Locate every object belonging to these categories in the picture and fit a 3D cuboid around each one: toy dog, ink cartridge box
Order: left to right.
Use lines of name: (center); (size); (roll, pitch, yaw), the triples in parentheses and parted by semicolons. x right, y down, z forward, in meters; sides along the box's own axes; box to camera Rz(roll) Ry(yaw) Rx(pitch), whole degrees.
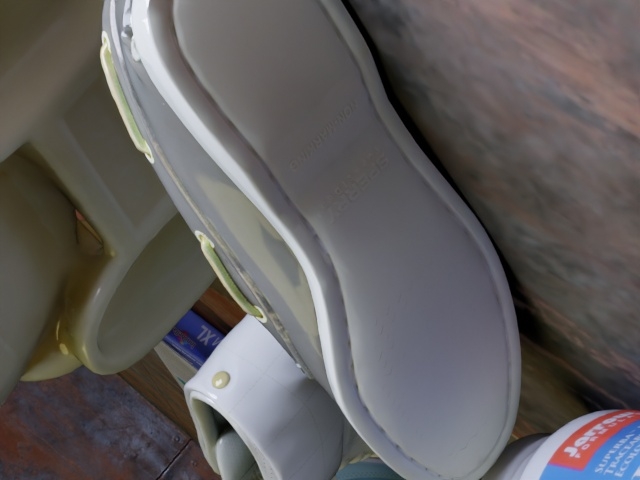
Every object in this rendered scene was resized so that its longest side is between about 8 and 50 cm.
toy dog: (-0.314, -0.033, 0.548); (0.408, 0.395, 0.284); (20, 161, 30)
ink cartridge box: (-0.140, 0.174, 1.110); (0.186, 0.065, 0.311); (33, 161, 25)

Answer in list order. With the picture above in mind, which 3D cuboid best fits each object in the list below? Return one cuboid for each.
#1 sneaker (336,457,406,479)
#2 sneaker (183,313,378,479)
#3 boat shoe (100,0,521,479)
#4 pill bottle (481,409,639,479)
sneaker: (0.129, 0.239, 0.607); (0.319, 0.127, 0.208); (23, 159, -2)
sneaker: (0.003, 0.122, 0.571); (0.108, 0.169, 0.292); (26, 156, 35)
boat shoe: (0.003, -0.003, 0.406); (0.091, 0.109, 0.305); (12, 139, 56)
pill bottle: (0.160, 0.137, 0.366); (0.124, 0.124, 0.221); (45, 160, -9)
